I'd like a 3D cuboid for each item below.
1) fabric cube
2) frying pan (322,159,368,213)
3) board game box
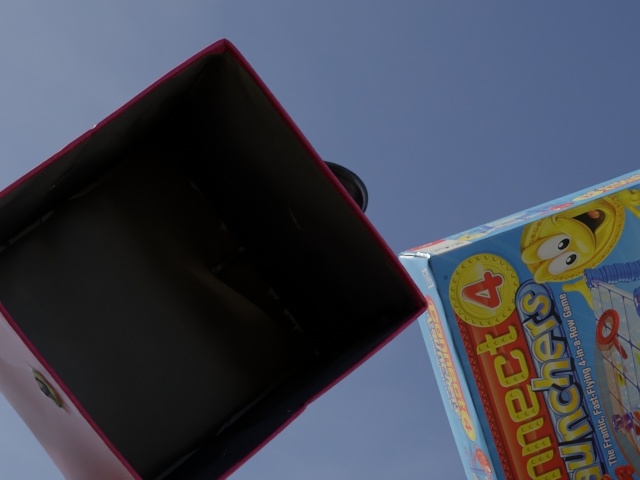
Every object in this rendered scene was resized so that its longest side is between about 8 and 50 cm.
[{"bbox_3d":[-0.123,0.046,1.239,0.254,0.259,0.258,53,-22,-2],"label":"fabric cube"},{"bbox_3d":[0.013,-0.017,1.839,0.326,0.197,0.053,15,-48,29],"label":"frying pan"},{"bbox_3d":[0.257,0.108,1.340,0.086,0.302,0.308,-178,-111,-76],"label":"board game box"}]
